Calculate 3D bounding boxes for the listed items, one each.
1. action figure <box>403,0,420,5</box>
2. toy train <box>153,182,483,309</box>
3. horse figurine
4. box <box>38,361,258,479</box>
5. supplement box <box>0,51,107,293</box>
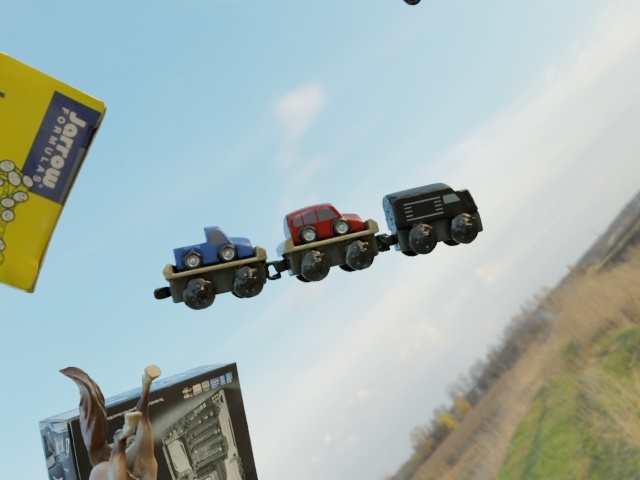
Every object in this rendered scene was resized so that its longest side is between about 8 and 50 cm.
[{"bbox_3d":[0.153,-0.428,0.871,0.141,0.164,0.275,49,-129,-54],"label":"action figure"},{"bbox_3d":[0.000,0.000,0.337,0.158,0.036,0.027,-13,-2,-12],"label":"toy train"},{"bbox_3d":[-0.142,0.219,0.582,0.066,0.263,0.174,-5,-48,-40],"label":"horse figurine"},{"bbox_3d":[-0.225,0.327,1.023,0.076,0.242,0.307,-11,-1,37],"label":"box"},{"bbox_3d":[-0.394,-0.077,0.759,0.356,0.195,0.194,1,70,57],"label":"supplement box"}]
